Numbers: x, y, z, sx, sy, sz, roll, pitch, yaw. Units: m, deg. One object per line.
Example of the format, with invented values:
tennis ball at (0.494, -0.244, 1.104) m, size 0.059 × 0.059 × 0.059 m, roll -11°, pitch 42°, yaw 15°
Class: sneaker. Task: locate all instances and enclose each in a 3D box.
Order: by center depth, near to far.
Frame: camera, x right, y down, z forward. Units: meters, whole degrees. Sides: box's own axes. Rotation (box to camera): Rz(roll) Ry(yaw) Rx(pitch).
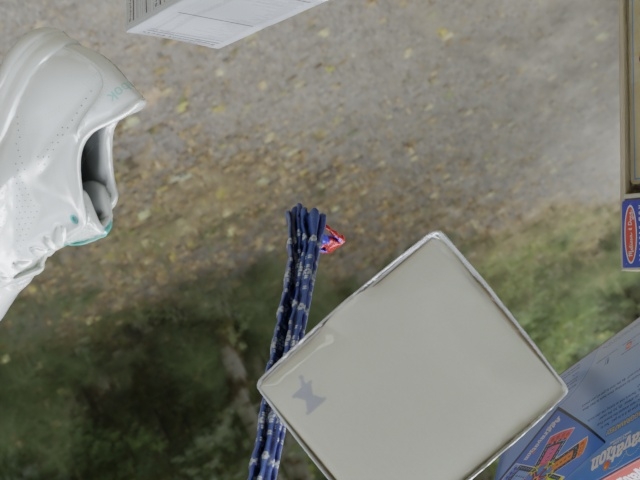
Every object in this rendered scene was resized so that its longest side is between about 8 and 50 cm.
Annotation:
sneaker at (-0.171, -0.015, 0.631) m, size 0.212 × 0.094 × 0.080 m, roll -63°, pitch 169°, yaw 24°

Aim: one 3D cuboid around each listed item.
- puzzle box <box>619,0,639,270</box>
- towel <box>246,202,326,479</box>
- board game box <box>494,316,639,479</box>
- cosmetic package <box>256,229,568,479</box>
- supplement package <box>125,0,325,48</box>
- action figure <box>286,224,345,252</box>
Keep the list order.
puzzle box at (0.452, -0.167, 1.188) m, size 0.052 × 0.409 × 0.272 m, roll 1°, pitch 177°, yaw -26°
towel at (-0.047, 0.159, 0.989) m, size 0.040 × 0.336 × 0.243 m, roll 10°, pitch 147°, yaw 1°
board game box at (0.217, 0.146, 0.819) m, size 0.281 × 0.027 × 0.145 m, roll -54°, pitch -171°, yaw 52°
cosmetic package at (0.071, 0.094, 0.753) m, size 0.153 × 0.129 × 0.296 m, roll -40°, pitch 173°, yaw 5°
supplement package at (-0.114, -0.321, 1.199) m, size 0.139 × 0.134 × 0.244 m, roll 4°, pitch 174°, yaw -36°
action figure at (0.000, 0.000, 1.229) m, size 0.038 × 0.030 × 0.115 m, roll -37°, pitch 165°, yaw 20°
